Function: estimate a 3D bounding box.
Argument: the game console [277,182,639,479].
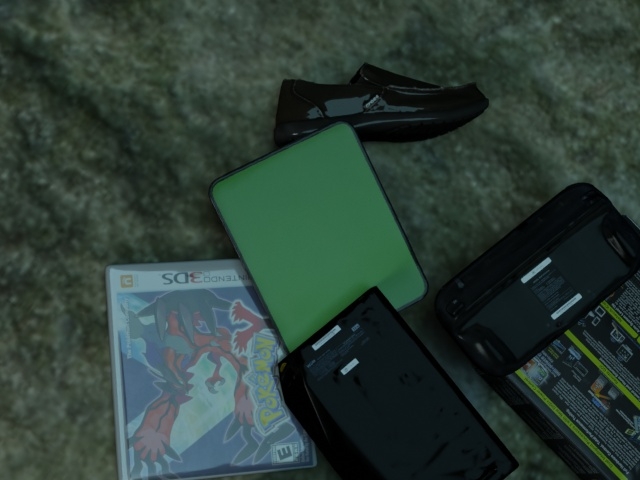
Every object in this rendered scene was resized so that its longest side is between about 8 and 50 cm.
[{"bbox_3d":[0.152,0.097,1.126,0.361,0.044,0.213,-38,91,-7],"label":"game console"}]

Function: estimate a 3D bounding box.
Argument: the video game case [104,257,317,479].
[{"bbox_3d":[-0.101,0.117,1.119,0.184,0.023,0.201,-3,81,-16],"label":"video game case"}]

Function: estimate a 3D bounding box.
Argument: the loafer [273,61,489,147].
[{"bbox_3d":[0.060,-0.139,1.180,0.220,0.080,0.078,-7,83,-17],"label":"loafer"}]

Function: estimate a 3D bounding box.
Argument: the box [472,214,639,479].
[{"bbox_3d":[0.319,0.143,1.214,0.270,0.060,0.216,45,73,-4],"label":"box"}]

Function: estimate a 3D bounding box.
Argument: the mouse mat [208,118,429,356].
[{"bbox_3d":[0.000,0.000,1.130,0.153,0.007,0.189,-26,96,-8],"label":"mouse mat"}]
